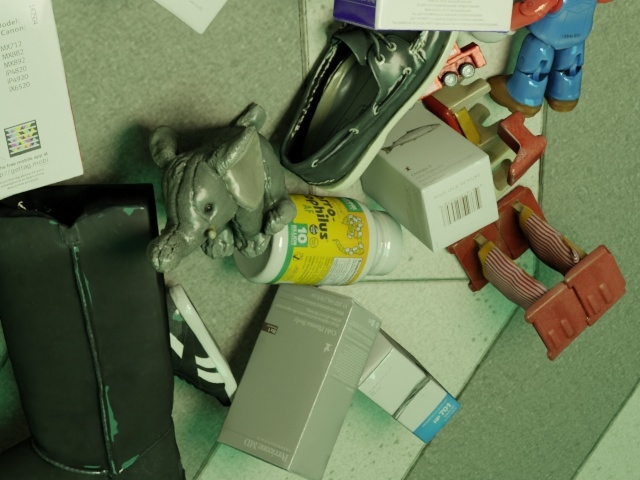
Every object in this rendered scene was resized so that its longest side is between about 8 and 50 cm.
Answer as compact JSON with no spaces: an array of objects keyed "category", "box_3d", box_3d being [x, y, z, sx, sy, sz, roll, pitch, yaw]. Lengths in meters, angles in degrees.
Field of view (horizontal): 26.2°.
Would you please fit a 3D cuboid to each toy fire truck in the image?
[{"category":"toy fire truck","box_3d":[0.142,-0.261,1.746,0.192,0.047,0.135,-28,104,4]}]

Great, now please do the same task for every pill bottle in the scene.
[{"category":"pill bottle","box_3d":[0.000,0.000,1.784,0.208,0.117,0.118,3,116,-34]}]

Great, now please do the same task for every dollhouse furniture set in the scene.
[{"category":"dollhouse furniture set","box_3d":[0.252,-0.035,1.871,0.152,0.201,0.374,-41,132,-5]}]

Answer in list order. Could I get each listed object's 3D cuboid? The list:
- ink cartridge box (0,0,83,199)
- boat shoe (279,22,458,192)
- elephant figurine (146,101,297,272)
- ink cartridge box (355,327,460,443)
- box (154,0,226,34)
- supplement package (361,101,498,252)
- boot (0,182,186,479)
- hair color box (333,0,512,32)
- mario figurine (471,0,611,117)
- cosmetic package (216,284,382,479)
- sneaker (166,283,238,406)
[{"category":"ink cartridge box","box_3d":[-0.353,-0.222,1.286,0.130,0.309,0.272,-20,127,-22]},{"category":"boat shoe","box_3d":[0.053,-0.215,1.680,0.113,0.127,0.340,11,121,-50]},{"category":"elephant figurine","box_3d":[-0.127,-0.065,1.586,0.169,0.186,0.239,-36,163,9]},{"category":"ink cartridge box","box_3d":[0.092,0.186,1.944,0.082,0.139,0.190,-46,132,1]},{"category":"box","box_3d":[-0.125,-0.427,1.403,0.215,0.168,0.345,33,98,-41]},{"category":"supplement package","box_3d":[0.133,-0.085,1.775,0.105,0.179,0.105,-28,130,-16]},{"category":"boot","box_3d":[-0.352,0.160,1.632,0.367,0.146,0.445,-11,120,-14]},{"category":"hair color box","box_3d":[0.127,-0.406,1.525,0.185,0.110,0.339,-4,108,-29]},{"category":"mario figurine","box_3d":[0.310,-0.332,1.805,0.198,0.170,0.321,-45,155,-49]},{"category":"cosmetic package","box_3d":[-0.026,0.186,1.819,0.107,0.127,0.238,40,68,-56]},{"category":"sneaker","box_3d":[-0.193,0.157,1.795,0.121,0.079,0.217,-27,129,-3]}]
